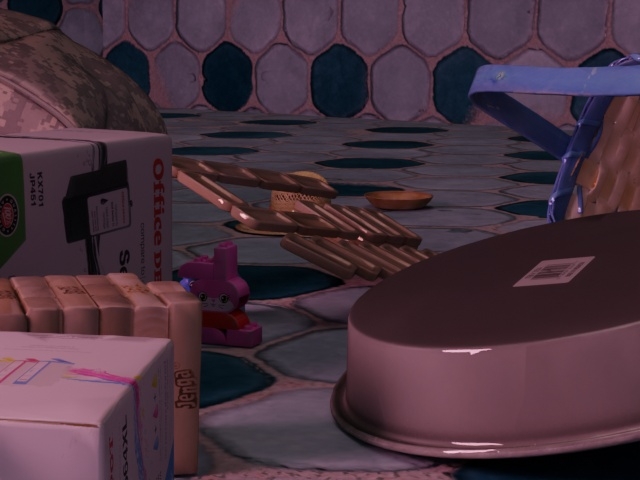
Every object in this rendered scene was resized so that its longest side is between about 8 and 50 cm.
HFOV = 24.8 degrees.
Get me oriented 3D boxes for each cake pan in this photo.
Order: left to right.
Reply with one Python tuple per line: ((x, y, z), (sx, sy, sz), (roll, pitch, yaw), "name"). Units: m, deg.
((0.143, 0.042, 0.826), (0.293, 0.054, 0.293), (-13, 12, 3), "cake pan")

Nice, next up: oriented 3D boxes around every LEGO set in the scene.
((-0.137, 0.015, 1.067), (0.227, 0.093, 0.087), (4, 9, 21), "LEGO set")

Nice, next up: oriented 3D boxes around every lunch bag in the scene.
((-0.307, -0.106, 1.478), (0.256, 0.212, 0.305), (18, 14, 6), "lunch bag")

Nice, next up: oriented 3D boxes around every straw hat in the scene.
((-0.021, -0.043, 1.560), (0.144, 0.061, 0.144), (0, 9, 0), "straw hat")

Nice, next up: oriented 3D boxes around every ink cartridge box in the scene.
((-0.112, 0.095, 0.550), (0.090, 0.092, 0.143), (2, 10, 5), "ink cartridge box")
((-0.179, 0.012, 0.888), (0.087, 0.153, 0.208), (6, 11, 26), "ink cartridge box")

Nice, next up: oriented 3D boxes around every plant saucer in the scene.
((0.094, -0.048, 1.743), (0.083, 0.015, 0.083), (1, 9, 0), "plant saucer")

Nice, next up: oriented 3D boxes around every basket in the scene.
((0.291, -0.066, 1.159), (0.289, 0.201, 0.255), (33, -15, -37), "basket")

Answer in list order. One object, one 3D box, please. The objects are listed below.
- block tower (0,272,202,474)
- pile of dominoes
((-0.231, 0.072, 0.701), (0.335, 0.097, 0.091), (0, 8, -17), "block tower")
((0.000, 0.000, 1.181), (0.196, 0.040, 0.251), (33, 16, 31), "pile of dominoes")
